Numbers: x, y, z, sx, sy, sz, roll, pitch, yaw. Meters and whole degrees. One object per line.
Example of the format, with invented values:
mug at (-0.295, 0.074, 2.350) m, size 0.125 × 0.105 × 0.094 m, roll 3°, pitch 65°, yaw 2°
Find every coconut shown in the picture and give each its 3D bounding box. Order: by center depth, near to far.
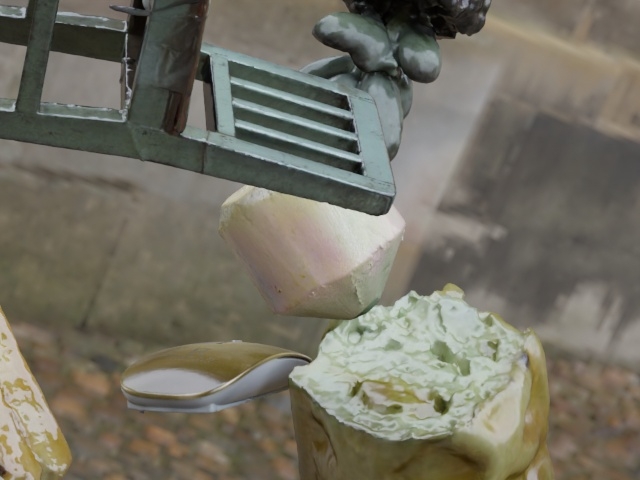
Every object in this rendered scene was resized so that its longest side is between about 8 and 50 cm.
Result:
coconut at (0.000, 0.000, 1.338) m, size 0.122 × 0.116 × 0.116 m, roll 57°, pitch 14°, yaw -6°

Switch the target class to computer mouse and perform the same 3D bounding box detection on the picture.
computer mouse at (-0.078, 0.103, 1.496) m, size 0.102 × 0.044 × 0.199 m, roll 1°, pitch 4°, yaw 25°

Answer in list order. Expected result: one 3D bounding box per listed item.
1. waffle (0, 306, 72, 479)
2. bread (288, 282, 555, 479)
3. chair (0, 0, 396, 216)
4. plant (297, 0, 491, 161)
waffle at (-0.361, 0.168, 1.539) m, size 0.098 × 0.328 × 0.224 m, roll -15°, pitch 74°, yaw -52°
bread at (0.089, 0.188, 1.489) m, size 0.196 × 0.252 × 0.238 m, roll -24°, pitch 37°, yaw -22°
chair at (-0.077, -0.128, 1.060) m, size 0.270 × 0.147 × 0.136 m, roll 10°, pitch 30°, yaw -11°
plant at (0.068, -0.202, 1.851) m, size 0.146 × 0.274 × 0.149 m, roll 20°, pitch -14°, yaw 43°
